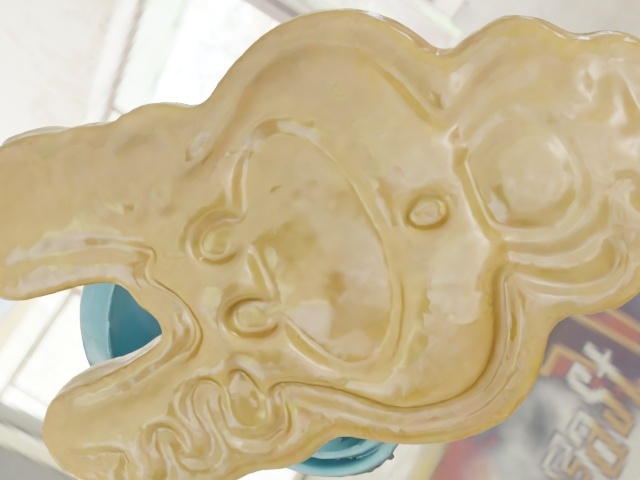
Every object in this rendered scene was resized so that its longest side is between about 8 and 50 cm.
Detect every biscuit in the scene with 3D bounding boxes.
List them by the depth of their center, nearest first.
[{"bbox_3d":[0.002,0.003,0.418,0.236,0.144,0.040,-20,13,16],"label":"biscuit"}]

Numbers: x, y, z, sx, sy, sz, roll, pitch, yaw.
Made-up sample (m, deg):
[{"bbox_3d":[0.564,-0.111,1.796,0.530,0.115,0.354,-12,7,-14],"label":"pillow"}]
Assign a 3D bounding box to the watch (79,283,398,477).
[{"bbox_3d":[-0.008,0.048,0.754,0.211,0.193,0.211,-20,-66,-54],"label":"watch"}]
